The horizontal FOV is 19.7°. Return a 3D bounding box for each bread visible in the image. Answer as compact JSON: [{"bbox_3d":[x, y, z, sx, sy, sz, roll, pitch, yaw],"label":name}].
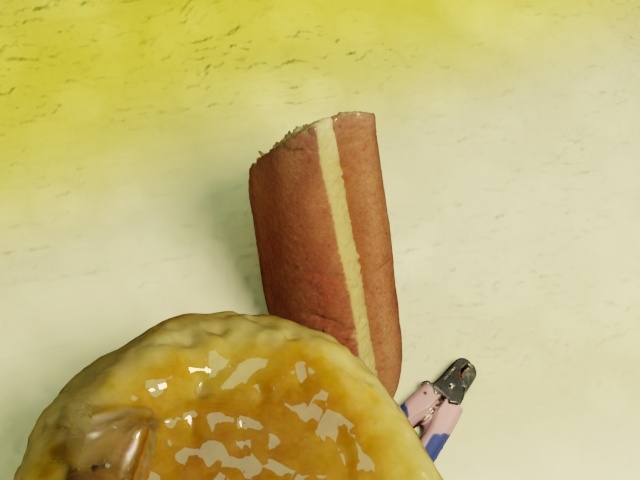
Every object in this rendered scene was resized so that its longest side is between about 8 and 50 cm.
[{"bbox_3d":[-0.052,0.161,0.925,0.244,0.134,0.244,4,59,-6],"label":"bread"},{"bbox_3d":[-0.001,0.000,1.034,0.067,0.192,0.119,-15,28,-13],"label":"bread"}]

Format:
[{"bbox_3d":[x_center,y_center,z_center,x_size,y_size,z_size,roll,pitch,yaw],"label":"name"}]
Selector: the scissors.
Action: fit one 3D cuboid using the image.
[{"bbox_3d":[0.054,0.108,1.041,0.039,0.012,0.113,35,61,9],"label":"scissors"}]
